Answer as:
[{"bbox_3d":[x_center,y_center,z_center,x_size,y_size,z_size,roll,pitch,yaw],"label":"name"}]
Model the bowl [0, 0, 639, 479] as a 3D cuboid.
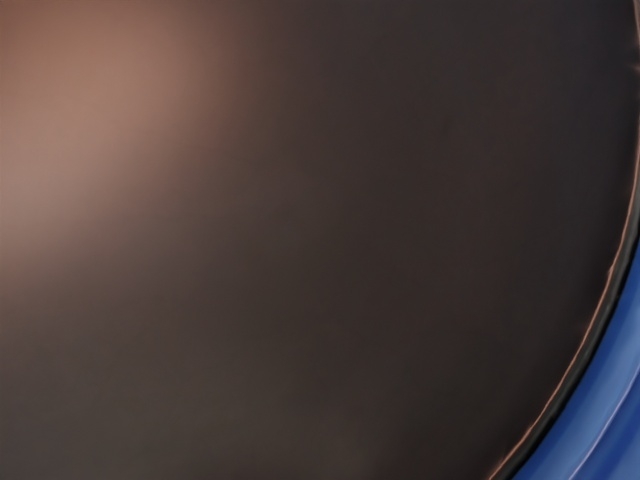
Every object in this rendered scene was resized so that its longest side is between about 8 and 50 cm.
[{"bbox_3d":[0.000,0.000,0.342,0.077,0.391,0.391,30,130,55],"label":"bowl"}]
